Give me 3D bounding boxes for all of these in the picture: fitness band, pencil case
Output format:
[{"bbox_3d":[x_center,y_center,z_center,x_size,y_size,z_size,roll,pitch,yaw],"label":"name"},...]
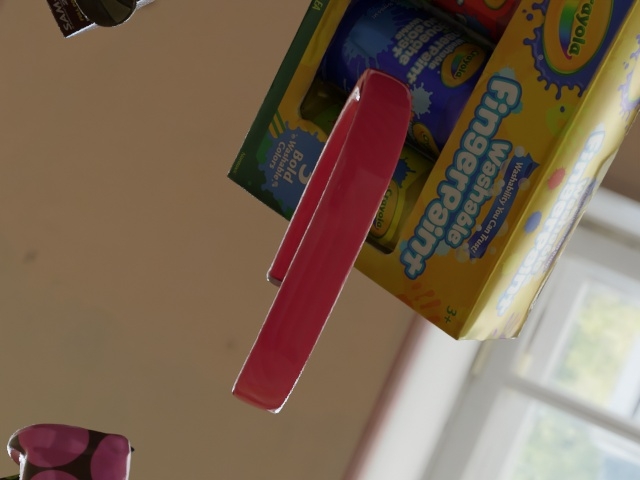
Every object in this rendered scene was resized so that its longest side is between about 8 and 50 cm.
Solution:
[{"bbox_3d":[0.000,0.000,1.426,0.054,0.291,0.209,23,-163,-2],"label":"fitness band"},{"bbox_3d":[-0.165,0.229,1.182,0.095,0.209,0.098,11,157,-35],"label":"pencil case"}]

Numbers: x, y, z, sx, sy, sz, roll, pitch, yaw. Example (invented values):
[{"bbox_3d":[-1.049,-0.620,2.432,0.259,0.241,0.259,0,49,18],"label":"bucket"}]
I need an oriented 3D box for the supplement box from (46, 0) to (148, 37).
[{"bbox_3d":[-0.204,-0.331,2.153,0.239,0.073,0.130,-22,-173,22],"label":"supplement box"}]

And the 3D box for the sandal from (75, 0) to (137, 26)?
[{"bbox_3d":[-0.251,-0.338,1.914,0.060,0.090,0.219,-58,-54,-74],"label":"sandal"}]

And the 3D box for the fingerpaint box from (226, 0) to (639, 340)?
[{"bbox_3d":[0.151,-0.169,2.010,0.371,0.445,0.163,36,-163,29],"label":"fingerpaint box"}]

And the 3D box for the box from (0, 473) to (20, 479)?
[{"bbox_3d":[-0.367,0.343,2.186,0.207,0.114,0.036,-13,-153,-9],"label":"box"}]
